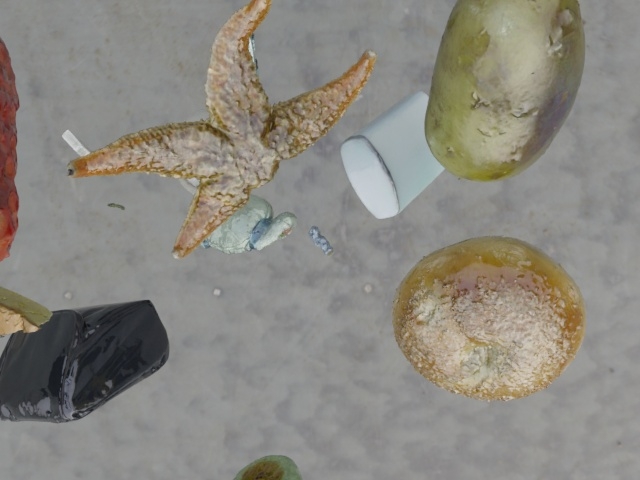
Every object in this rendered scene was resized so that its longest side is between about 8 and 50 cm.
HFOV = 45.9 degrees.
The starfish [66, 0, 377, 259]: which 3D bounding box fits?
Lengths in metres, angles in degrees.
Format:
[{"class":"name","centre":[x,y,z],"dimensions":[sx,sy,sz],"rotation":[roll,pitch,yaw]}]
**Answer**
[{"class":"starfish","centre":[-0.070,-0.101,0.611],"dimensions":[0.247,0.050,0.138],"rotation":[-46,128,-5]}]

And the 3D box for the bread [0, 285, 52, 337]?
[{"class":"bread","centre":[-0.442,0.120,1.072],"dimensions":[0.109,0.084,0.080],"rotation":[25,103,1]}]

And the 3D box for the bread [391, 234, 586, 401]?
[{"class":"bread","centre":[0.258,0.137,1.184],"dimensions":[0.306,0.158,0.305],"rotation":[9,128,12]}]

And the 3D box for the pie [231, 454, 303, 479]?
[{"class":"pie","centre":[-0.117,0.497,1.380],"dimensions":[0.241,0.240,0.054],"rotation":[-28,120,15]}]

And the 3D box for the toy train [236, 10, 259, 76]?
[{"class":"toy train","centre":[-0.156,-0.383,1.591],"dimensions":[0.047,0.043,0.207],"rotation":[-5,133,-3]}]

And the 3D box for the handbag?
[{"class":"handbag","centre":[-0.483,0.216,1.438],"dimensions":[0.302,0.275,0.177],"rotation":[-8,103,39]}]

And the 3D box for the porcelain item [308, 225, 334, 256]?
[{"class":"porcelain item","centre":[0.000,0.000,1.727],"dimensions":[0.028,0.083,0.036],"rotation":[-21,152,-32]}]

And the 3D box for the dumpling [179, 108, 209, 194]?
[{"class":"dumpling","centre":[-0.226,-0.226,1.749],"dimensions":[0.260,0.341,0.181],"rotation":[-32,103,1]}]

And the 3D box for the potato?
[{"class":"potato","centre":[0.235,-0.208,0.955],"dimensions":[0.210,0.173,0.307],"rotation":[-34,151,-20]}]

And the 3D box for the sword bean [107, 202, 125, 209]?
[{"class":"sword bean","centre":[-0.452,-0.076,1.673],"dimensions":[0.012,0.083,0.012],"rotation":[0,87,8]}]

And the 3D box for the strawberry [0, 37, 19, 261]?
[{"class":"strawberry","centre":[-0.357,-0.120,0.654],"dimensions":[0.150,0.280,0.253],"rotation":[-26,153,23]}]

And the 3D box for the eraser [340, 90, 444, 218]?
[{"class":"eraser","centre":[0.175,-0.191,1.646],"dimensions":[0.104,0.290,0.189],"rotation":[-18,106,43]}]

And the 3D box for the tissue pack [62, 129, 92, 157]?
[{"class":"tissue pack","centre":[-0.509,-0.193,1.623],"dimensions":[0.023,0.108,0.056],"rotation":[-43,70,-4]}]

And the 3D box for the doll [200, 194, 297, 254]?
[{"class":"doll","centre":[-0.137,-0.028,1.252],"dimensions":[0.214,0.103,0.071],"rotation":[5,152,31]}]
